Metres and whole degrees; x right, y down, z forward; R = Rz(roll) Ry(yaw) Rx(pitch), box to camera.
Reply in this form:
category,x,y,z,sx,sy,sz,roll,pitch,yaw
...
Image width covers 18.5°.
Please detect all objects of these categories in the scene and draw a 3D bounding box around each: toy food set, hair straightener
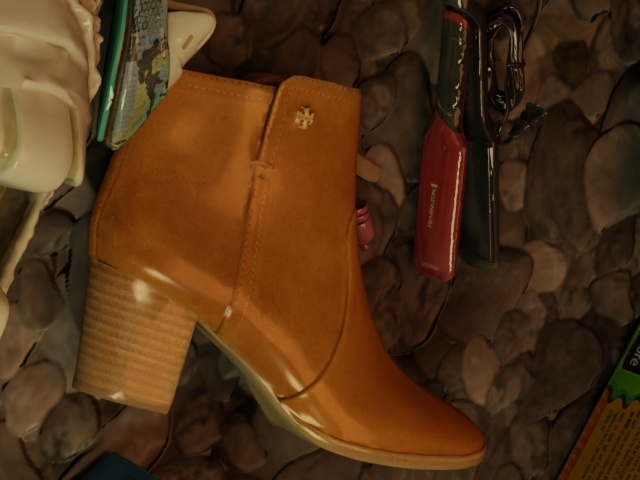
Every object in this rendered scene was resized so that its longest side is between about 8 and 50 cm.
category,x,y,z,sx,sy,sz,roll,pitch,yaw
toy food set,0.000,0.000,1.234,0.078,0.019,0.122,31,83,-41
hair straightener,0.106,-0.091,1.286,0.089,0.047,0.230,-9,104,-38

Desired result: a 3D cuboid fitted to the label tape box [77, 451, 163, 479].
category,x,y,z,sx,sy,sz,roll,pitch,yaw
label tape box,-0.124,0.340,1.173,0.249,0.115,0.348,-38,123,-25

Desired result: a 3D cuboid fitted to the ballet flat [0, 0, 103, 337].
category,x,y,z,sx,sy,sz,roll,pitch,yaw
ballet flat,-0.187,-0.006,1.004,0.147,0.147,0.409,21,89,-41

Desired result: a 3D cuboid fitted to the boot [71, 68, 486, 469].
category,x,y,z,sx,sy,sz,roll,pitch,yaw
boot,0.002,0.014,1.168,0.295,0.104,0.211,16,91,-30

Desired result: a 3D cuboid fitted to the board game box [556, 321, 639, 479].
category,x,y,z,sx,sy,sz,roll,pitch,yaw
board game box,0.390,0.290,1.421,0.356,0.356,0.356,36,79,-41

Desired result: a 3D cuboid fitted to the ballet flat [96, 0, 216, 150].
category,x,y,z,sx,sy,sz,roll,pitch,yaw
ballet flat,-0.084,-0.141,1.069,0.070,0.070,0.188,4,91,-40
